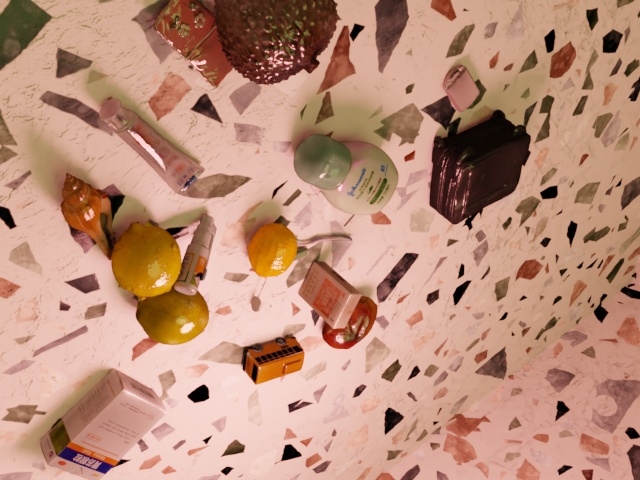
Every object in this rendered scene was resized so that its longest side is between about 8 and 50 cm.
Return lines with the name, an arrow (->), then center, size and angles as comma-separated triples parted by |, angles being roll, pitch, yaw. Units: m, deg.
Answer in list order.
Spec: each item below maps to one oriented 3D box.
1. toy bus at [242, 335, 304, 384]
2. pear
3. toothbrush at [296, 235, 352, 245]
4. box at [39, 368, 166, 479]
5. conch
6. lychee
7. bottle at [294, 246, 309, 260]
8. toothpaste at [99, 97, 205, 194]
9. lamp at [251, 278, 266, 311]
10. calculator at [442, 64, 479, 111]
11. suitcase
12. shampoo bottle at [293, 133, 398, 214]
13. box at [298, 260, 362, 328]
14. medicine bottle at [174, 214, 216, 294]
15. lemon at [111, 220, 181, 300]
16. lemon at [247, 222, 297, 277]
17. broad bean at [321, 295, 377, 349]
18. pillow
toy bus -> -0.152, 0.406, 2.187 | 0.201, 0.114, 0.098 | -11, 127, -34
pear -> -0.407, 0.199, 1.764 | 0.198, 0.198, 0.198 | -22, 132, -26
toothbrush -> 0.000, 0.000, 2.081 | 0.269, 0.021, 0.027 | -4, 128, -39
box -> -0.634, 0.547, 1.896 | 0.299, 0.106, 0.200 | -46, 136, -5
conch -> -0.554, -0.055, 1.534 | 0.093, 0.109, 0.330 | 6, 147, -2
lychee -> -0.106, -0.491, 1.446 | 0.300, 0.300, 0.300 | -22, 132, -26
bottle -> -0.076, 0.046, 2.045 | 0.083, 0.030, 0.030 | -22, 132, -27
toothpaste -> -0.400, -0.221, 1.555 | 0.100, 0.066, 0.323 | -47, 143, -3
lamp -> -0.167, 0.137, 2.022 | 0.056, 0.050, 0.198 | 3, 118, -43
calculator -> 0.457, -0.490, 2.087 | 0.100, 0.032, 0.175 | -49, 139, 2
suitcase -> 0.549, -0.244, 2.256 | 0.345, 0.188, 0.339 | -27, 140, -24
shampoo bottle -> 0.067, -0.202, 1.891 | 0.349, 0.151, 0.222 | 19, 109, -45
box -> 0.028, 0.175, 2.101 | 0.058, 0.201, 0.141 | 6, 117, -47
medicine bottle -> -0.327, 0.042, 1.738 | 0.092, 0.061, 0.220 | 59, 40, -58
lemon -> -0.443, 0.048, 1.637 | 0.173, 0.173, 0.206 | -17, 116, -30
lemon -> -0.144, 0.033, 1.898 | 0.142, 0.142, 0.187 | 3, 124, -41
broad bean -> 0.106, 0.294, 2.318 | 0.228, 0.122, 0.156 | -46, 113, -11
pillow -> -0.276, -0.465, 1.487 | 0.126, 0.043, 0.232 | -52, 138, -1
